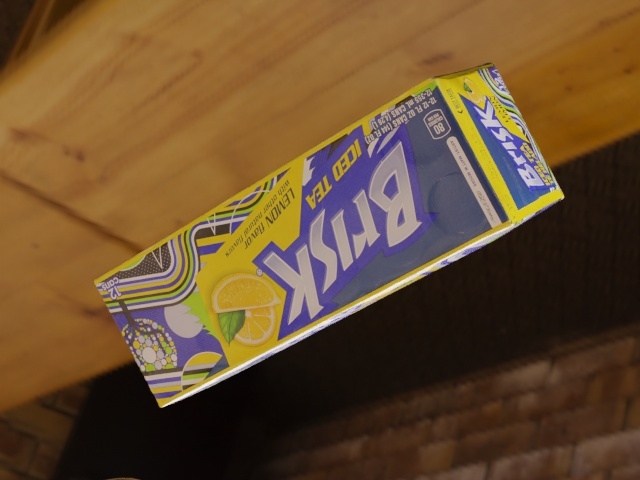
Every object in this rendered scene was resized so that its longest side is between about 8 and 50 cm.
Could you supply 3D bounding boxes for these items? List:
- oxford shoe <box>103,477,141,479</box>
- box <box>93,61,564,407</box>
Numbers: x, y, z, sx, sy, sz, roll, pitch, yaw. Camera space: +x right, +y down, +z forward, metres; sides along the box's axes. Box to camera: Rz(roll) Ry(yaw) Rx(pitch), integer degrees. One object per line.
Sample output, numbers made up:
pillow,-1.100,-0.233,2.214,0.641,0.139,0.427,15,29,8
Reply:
oxford shoe,-0.218,0.179,0.738,0.348,0.130,0.123,-29,153,20
box,0.000,0.000,0.550,0.169,0.054,0.059,-29,87,31
